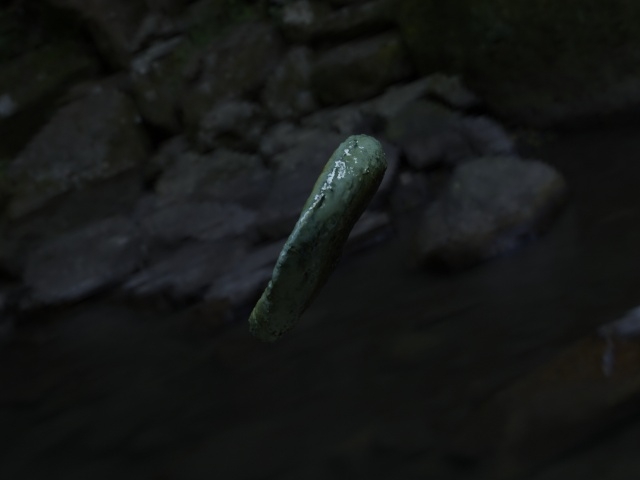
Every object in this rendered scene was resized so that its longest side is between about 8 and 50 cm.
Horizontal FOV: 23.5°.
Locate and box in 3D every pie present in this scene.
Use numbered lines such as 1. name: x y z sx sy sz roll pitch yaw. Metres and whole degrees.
1. pie: 0.000 0.000 1.216 0.186 0.041 0.187 -61 -4 -7
